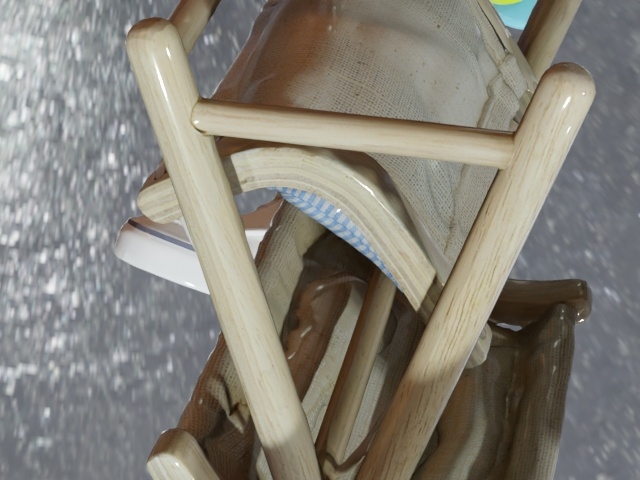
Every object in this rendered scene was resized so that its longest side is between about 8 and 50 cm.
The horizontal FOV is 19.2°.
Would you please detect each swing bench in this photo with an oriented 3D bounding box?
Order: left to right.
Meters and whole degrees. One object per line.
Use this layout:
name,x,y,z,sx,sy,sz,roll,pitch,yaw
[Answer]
swing bench,0.032,-0.013,0.774,0.165,0.253,0.254,7,121,9

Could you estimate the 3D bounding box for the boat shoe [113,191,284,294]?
boat shoe,0.000,0.000,1.235,0.267,0.096,0.088,10,98,-18

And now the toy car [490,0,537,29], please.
toy car,0.171,-0.261,1.719,0.159,0.182,0.136,-34,130,10
